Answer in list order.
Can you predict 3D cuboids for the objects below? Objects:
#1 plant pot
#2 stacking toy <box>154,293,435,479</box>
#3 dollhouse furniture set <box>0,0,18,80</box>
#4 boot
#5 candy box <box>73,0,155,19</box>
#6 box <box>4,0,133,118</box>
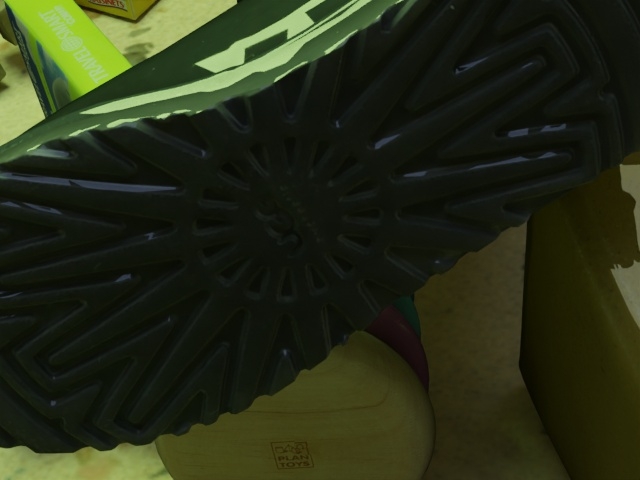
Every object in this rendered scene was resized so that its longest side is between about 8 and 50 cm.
[{"bbox_3d":[0.218,0.071,0.702,0.212,0.212,0.187,-10,55,-1],"label":"plant pot"},{"bbox_3d":[0.000,0.000,0.859,0.141,0.141,0.330,-1,39,8],"label":"stacking toy"},{"bbox_3d":[-0.269,-0.203,1.088,0.151,0.123,0.144,-44,53,-17],"label":"dollhouse furniture set"},{"bbox_3d":[-0.029,-0.108,0.790,0.367,0.146,0.445,-23,27,8],"label":"boot"},{"bbox_3d":[-0.132,-0.251,1.205,0.105,0.027,0.206,19,51,24],"label":"candy box"},{"bbox_3d":[-0.149,-0.091,0.982,0.042,0.109,0.178,-27,46,-16],"label":"box"}]
